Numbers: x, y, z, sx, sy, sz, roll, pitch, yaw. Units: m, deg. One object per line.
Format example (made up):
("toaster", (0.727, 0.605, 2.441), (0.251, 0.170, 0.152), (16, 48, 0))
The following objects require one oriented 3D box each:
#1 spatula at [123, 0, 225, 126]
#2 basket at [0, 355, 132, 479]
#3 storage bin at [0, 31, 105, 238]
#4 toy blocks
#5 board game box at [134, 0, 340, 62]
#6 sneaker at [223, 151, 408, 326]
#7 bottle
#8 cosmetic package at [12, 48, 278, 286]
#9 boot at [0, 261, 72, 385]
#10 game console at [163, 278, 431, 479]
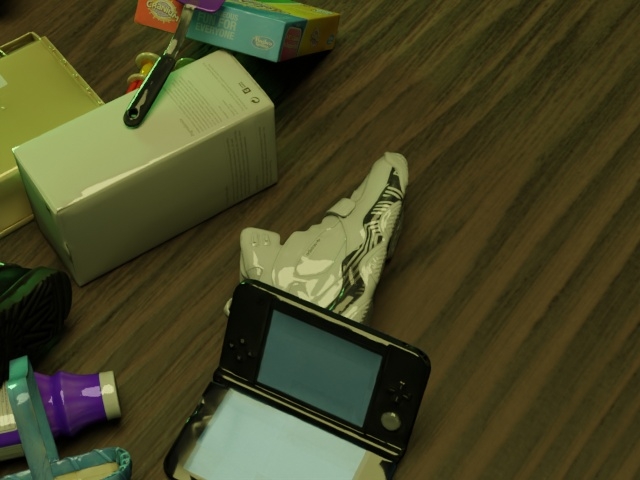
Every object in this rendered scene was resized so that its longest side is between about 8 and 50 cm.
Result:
("spatula", (-0.215, -0.292, 1.827), (0.084, 0.030, 0.296), (22, 75, 11))
("basket", (-0.333, 0.293, 1.522), (0.201, 0.255, 0.289), (-20, 98, -9))
("storage bin", (-0.490, -0.171, 1.958), (0.262, 0.123, 0.260), (-32, 60, -20))
("toy blocks", (-0.266, -0.236, 2.044), (0.123, 0.054, 0.148), (9, 55, 7))
("board game box", (-0.125, -0.362, 2.014), (0.242, 0.064, 0.316), (17, 16, 12))
("sneaker", (0.000, 0.000, 1.824), (0.210, 0.137, 0.365), (16, 59, 8))
("bottle", (-0.416, 0.237, 1.685), (0.283, 0.092, 0.118), (-11, 49, -8))
("cosmetic package", (-0.255, -0.112, 1.872), (0.366, 0.197, 0.155), (-27, 59, -19))
("boot", (-0.535, 0.111, 1.685), (0.260, 0.131, 0.348), (14, 24, 19))
("game console", (-0.034, 0.232, 1.649), (0.293, 0.250, 0.173), (22, 31, 14))
